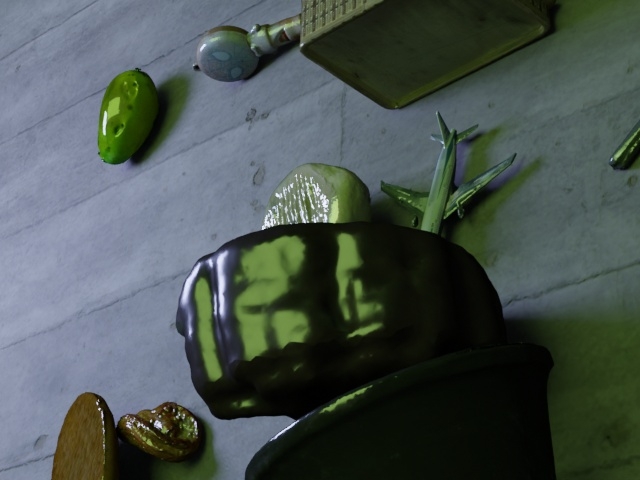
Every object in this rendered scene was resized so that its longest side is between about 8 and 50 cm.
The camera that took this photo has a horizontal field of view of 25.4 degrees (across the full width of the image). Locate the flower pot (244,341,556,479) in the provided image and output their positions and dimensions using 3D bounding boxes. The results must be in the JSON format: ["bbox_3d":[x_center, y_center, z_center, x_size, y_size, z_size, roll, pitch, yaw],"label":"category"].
[{"bbox_3d":[0.120,0.304,1.544,0.379,0.379,0.251,-33,65,28],"label":"flower pot"}]

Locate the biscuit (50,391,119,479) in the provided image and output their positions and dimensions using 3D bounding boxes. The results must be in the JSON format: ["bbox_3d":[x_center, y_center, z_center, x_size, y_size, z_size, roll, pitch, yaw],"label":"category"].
[{"bbox_3d":[-0.359,0.359,2.159,0.262,0.037,0.261,-35,50,56],"label":"biscuit"}]

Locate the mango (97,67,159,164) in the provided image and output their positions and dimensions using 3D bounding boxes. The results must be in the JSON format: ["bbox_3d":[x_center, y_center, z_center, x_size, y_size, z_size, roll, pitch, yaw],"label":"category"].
[{"bbox_3d":[-0.344,-0.219,2.529,0.119,0.100,0.178,122,165,-82],"label":"mango"}]

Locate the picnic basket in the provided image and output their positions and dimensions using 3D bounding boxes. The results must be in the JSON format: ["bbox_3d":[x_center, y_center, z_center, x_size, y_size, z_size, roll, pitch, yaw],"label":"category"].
[{"bbox_3d":[0.148,-0.352,2.000,0.313,0.228,0.175,-24,53,36],"label":"picnic basket"}]

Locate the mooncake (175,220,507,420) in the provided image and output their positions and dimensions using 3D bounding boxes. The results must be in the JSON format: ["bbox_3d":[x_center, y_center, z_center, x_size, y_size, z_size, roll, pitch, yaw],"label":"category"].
[{"bbox_3d":[0.038,0.122,1.691,0.351,0.381,0.212,-30,56,35],"label":"mooncake"}]

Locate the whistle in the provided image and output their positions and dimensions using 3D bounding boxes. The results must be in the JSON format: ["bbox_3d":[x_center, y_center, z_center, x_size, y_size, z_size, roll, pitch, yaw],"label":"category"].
[{"bbox_3d":[-0.119,-0.328,2.367,0.220,0.107,0.057,-18,48,22],"label":"whistle"}]

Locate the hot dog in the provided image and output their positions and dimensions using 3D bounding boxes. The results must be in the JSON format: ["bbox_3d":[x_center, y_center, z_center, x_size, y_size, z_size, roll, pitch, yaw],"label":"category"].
[{"bbox_3d":[-0.240,0.284,2.107,0.147,0.099,0.065,12,111,52],"label":"hot dog"}]

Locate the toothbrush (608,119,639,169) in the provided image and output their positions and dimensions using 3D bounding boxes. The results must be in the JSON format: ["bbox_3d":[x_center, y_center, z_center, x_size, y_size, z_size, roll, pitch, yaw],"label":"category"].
[{"bbox_3d":[0.450,-0.208,1.747,0.297,0.031,0.030,-53,14,8],"label":"toothbrush"}]

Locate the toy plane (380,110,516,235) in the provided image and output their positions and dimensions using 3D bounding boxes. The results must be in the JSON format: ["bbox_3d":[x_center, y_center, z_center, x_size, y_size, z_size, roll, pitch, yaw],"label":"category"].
[{"bbox_3d":[0.163,-0.065,1.930,0.226,0.058,0.226,-10,62,39],"label":"toy plane"}]

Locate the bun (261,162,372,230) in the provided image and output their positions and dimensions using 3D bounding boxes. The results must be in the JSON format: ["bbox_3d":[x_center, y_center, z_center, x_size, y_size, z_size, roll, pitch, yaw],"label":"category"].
[{"bbox_3d":[0.000,0.000,2.013,0.237,0.116,0.210,-53,40,30],"label":"bun"}]
